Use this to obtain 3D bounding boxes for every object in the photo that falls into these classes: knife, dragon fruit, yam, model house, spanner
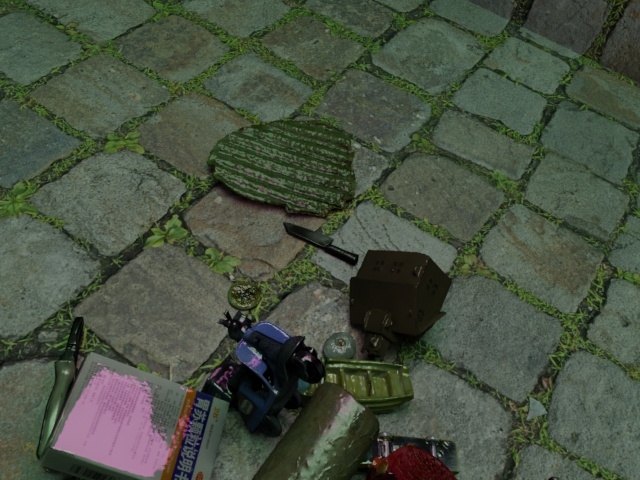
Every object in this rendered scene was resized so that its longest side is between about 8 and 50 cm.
[{"bbox_3d":[0.000,0.000,1.760,0.230,0.028,0.060,24,37,11],"label":"knife"},{"bbox_3d":[0.163,0.495,1.291,0.274,0.161,0.126,41,31,-14],"label":"dragon fruit"},{"bbox_3d":[-0.010,0.423,1.285,0.161,0.161,0.268,32,69,14],"label":"yam"},{"bbox_3d":[0.179,0.175,1.558,0.211,0.204,0.244,3,61,48],"label":"model house"},{"bbox_3d":[-0.519,0.295,1.338,0.040,0.096,0.325,4,51,-8],"label":"spanner"}]

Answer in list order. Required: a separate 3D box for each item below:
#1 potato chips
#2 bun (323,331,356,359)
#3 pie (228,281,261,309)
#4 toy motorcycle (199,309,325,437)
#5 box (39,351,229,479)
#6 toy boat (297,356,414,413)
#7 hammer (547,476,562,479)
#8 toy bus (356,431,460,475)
[{"bbox_3d":[-0.099,-0.224,1.892,0.428,0.070,0.359,15,51,0],"label":"potato chips"},{"bbox_3d":[0.046,0.249,1.543,0.083,0.045,0.083,4,48,-4],"label":"bun"},{"bbox_3d":[-0.183,0.132,1.603,0.083,0.021,0.084,6,50,-7],"label":"pie"},{"bbox_3d":[-0.121,0.258,1.298,0.212,0.359,0.125,36,50,6],"label":"toy motorcycle"},{"bbox_3d":[-0.345,0.365,1.263,0.299,0.106,0.200,25,47,-16],"label":"box"},{"bbox_3d":[0.064,0.322,1.466,0.276,0.084,0.111,5,47,-13],"label":"toy boat"},{"bbox_3d":[0.484,0.623,1.341,0.111,0.033,0.288,17,49,0],"label":"hammer"},{"bbox_3d":[0.175,0.453,1.383,0.226,0.074,0.081,6,49,-8],"label":"toy bus"}]
